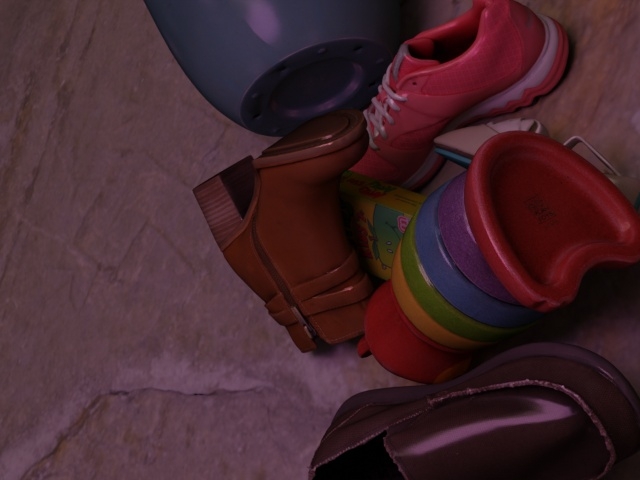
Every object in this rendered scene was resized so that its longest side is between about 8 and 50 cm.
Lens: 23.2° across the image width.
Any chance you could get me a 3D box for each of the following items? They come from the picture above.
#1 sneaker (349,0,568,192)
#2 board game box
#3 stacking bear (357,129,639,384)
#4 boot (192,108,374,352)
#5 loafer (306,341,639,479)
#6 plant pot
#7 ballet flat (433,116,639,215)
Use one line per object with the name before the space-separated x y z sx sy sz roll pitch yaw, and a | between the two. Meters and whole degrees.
sneaker | 0.102 -0.158 1.647 0.314 0.136 0.116 -37 47 24
board game box | 0.053 -0.015 1.634 0.043 0.092 0.181 -30 36 -35
stacking bear | 0.138 0.039 1.463 0.164 0.175 0.289 55 140 12
boot | 0.000 0.000 1.584 0.283 0.220 0.109 -26 9 47
loafer | 0.131 0.196 1.406 0.366 0.133 0.130 -22 15 45
plant pot | -0.042 -0.260 1.747 0.293 0.293 0.235 -35 63 25
ballet flat | 0.219 -0.074 1.532 0.248 0.086 0.086 32 92 39
